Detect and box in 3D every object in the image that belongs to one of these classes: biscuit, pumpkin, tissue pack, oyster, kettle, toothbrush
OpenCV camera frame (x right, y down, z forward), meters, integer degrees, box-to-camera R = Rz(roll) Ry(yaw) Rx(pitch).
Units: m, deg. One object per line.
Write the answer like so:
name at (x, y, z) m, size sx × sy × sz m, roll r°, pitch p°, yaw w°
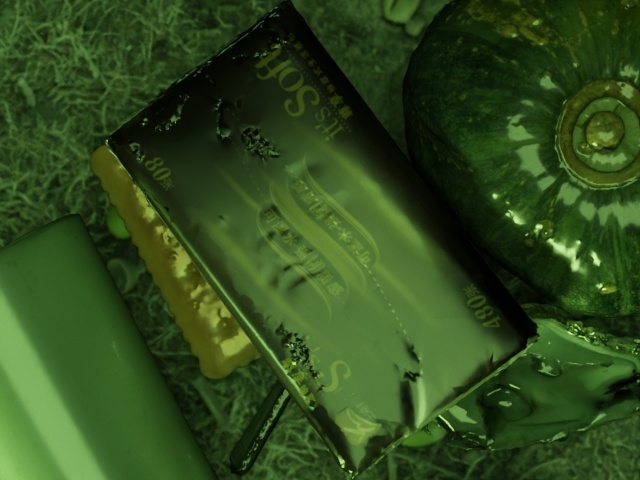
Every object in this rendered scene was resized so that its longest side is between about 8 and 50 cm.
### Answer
biscuit at (-0.096, -0.010, 1.707) m, size 0.160 × 0.030 × 0.250 m, roll -28°, pitch 85°, yaw 6°
pumpkin at (0.233, -0.098, 1.589) m, size 0.291 × 0.257 × 0.328 m, roll -42°, pitch 83°, yaw -6°
tissue pack at (0.000, 0.000, 1.584) m, size 0.210 × 0.198 × 0.370 m, roll -38°, pitch 83°, yaw 1°
oyster at (0.180, 0.110, 1.686) m, size 0.252 × 0.087 × 0.199 m, roll -27°, pitch 92°, yaw 4°
kettle at (-0.257, 0.171, 1.648) m, size 0.265 × 0.205 × 0.318 m, roll -31°, pitch 94°, yaw -13°
toothbrush at (-0.005, 0.094, 1.723) m, size 0.030 × 0.030 × 0.297 m, roll 30°, pitch 93°, yaw -9°
